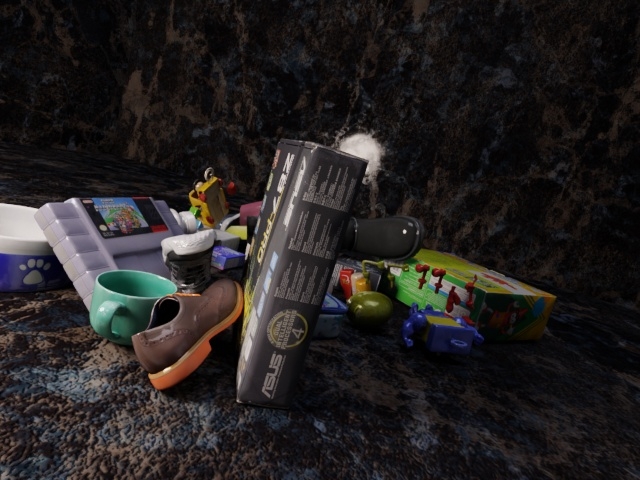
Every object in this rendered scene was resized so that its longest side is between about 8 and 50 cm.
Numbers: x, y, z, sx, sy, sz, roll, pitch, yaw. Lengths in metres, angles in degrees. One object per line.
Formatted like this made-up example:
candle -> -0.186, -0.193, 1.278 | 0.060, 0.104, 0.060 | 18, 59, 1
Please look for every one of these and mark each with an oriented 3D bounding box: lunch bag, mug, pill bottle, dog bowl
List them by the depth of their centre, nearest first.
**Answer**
mug -> -0.324, 0.117, 0.749 | 0.129, 0.097, 0.157 | 22, 12, 32
dog bowl -> -0.618, 0.007, 0.899 | 0.265, 0.104, 0.265 | 15, 9, -2
lunch bag -> -0.054, 0.145, 1.050 | 0.176, 0.090, 0.219 | 12, 11, -36
pill bottle -> -0.450, -0.032, 1.252 | 0.193, 0.108, 0.108 | -11, 24, -38

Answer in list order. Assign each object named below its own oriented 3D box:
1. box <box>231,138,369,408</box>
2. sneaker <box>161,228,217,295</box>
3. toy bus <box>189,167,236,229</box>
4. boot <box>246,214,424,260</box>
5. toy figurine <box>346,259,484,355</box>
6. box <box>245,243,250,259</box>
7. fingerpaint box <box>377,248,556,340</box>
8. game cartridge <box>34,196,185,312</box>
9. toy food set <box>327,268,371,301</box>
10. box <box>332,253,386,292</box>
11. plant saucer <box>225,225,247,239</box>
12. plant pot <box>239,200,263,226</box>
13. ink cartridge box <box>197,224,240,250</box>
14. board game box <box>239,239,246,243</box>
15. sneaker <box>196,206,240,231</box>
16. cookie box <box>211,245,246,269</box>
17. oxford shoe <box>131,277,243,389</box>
box -> -0.061, 0.028, 0.783 | 0.097, 0.395, 0.318 | 14, 10, -18
sneaker -> -0.246, 0.067, 0.885 | 0.101, 0.153, 0.268 | -14, 0, -22
toy bus -> -0.385, -0.144, 1.509 | 0.104, 0.202, 0.191 | 19, 5, 22
boot -> 0.034, -0.019, 1.382 | 0.445, 0.146, 0.367 | 5, -5, -30
toy figurine -> 0.267, 0.182, 1.076 | 0.362, 0.191, 0.217 | 11, 15, -18
box -> -0.149, 0.034, 1.597 | 0.067, 0.063, 0.324 | 20, 11, 24
fingerpaint box -> 0.456, 0.166, 1.490 | 0.371, 0.163, 0.445 | 7, 13, -36
game cartridge -> -0.400, 0.012, 0.972 | 0.230, 0.068, 0.355 | 61, 17, 2
toy food set -> 0.048, 0.146, 1.272 | 0.232, 0.105, 0.111 | 0, 15, 29
box -> 0.119, 0.116, 1.461 | 0.158, 0.093, 0.156 | 19, 10, 12
plant saucer -> -0.231, -0.030, 1.624 | 0.188, 0.045, 0.188 | 3, 4, 26
plant pot -> -0.223, -0.077, 1.799 | 0.180, 0.201, 0.201 | -1, 10, -1
ink cartridge box -> -0.439, -0.020, 1.470 | 0.275, 0.060, 0.239 | 19, 11, 17
board game box -> -0.339, -0.011, 1.685 | 0.090, 0.020, 0.090 | 22, 11, 37
sneaker -> -0.407, -0.092, 1.843 | 0.163, 0.086, 0.226 | 20, 11, 10
cookie box -> -0.292, 0.051, 1.344 | 0.091, 0.040, 0.107 | 19, 10, 21
oxford shoe -> -0.203, 0.114, 0.731 | 0.097, 0.098, 0.271 | -25, 15, 17
